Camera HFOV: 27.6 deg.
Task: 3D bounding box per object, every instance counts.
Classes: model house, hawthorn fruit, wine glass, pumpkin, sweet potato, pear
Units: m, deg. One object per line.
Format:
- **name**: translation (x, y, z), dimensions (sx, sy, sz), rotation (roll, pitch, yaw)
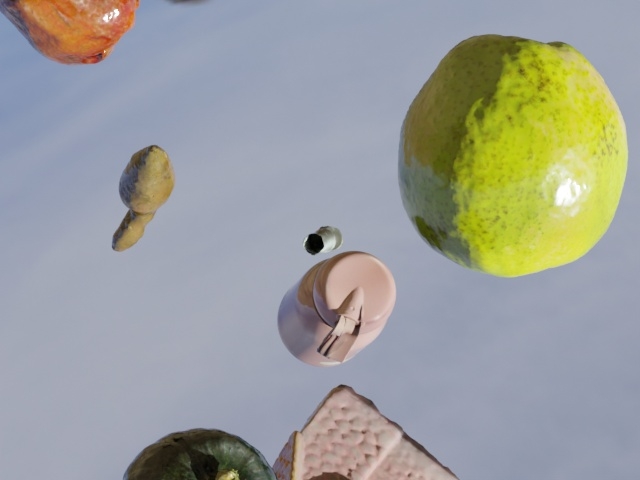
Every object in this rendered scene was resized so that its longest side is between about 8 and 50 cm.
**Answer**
- **model house**: translation (0.023, 0.375, 1.782), dimensions (0.237, 0.202, 0.237), rotation (40, -140, 6)
- **hawthorn fruit**: translation (-0.305, -0.298, 1.575), dimensions (0.179, 0.173, 0.173), rotation (-3, -164, -22)
- **wine glass**: translation (0.000, 0.000, 1.861), dimensions (0.039, 0.042, 0.083), rotation (-45, 170, 20)
- **pumpkin**: translation (-0.117, 0.262, 1.289), dimensions (0.167, 0.125, 0.167), rotation (3, -141, -3)
- **sweet potato**: translation (-0.249, -0.067, 1.835), dimensions (0.074, 0.269, 0.075), rotation (10, -125, -15)
- **pear**: translation (0.291, -0.143, 2.013), dimensions (0.391, 0.391, 0.391), rotation (-8, -161, 3)

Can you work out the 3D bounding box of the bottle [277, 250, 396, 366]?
- **bottle**: translation (0.030, 0.130, 2.278), dimensions (0.173, 0.206, 0.297), rotation (25, 160, -8)
